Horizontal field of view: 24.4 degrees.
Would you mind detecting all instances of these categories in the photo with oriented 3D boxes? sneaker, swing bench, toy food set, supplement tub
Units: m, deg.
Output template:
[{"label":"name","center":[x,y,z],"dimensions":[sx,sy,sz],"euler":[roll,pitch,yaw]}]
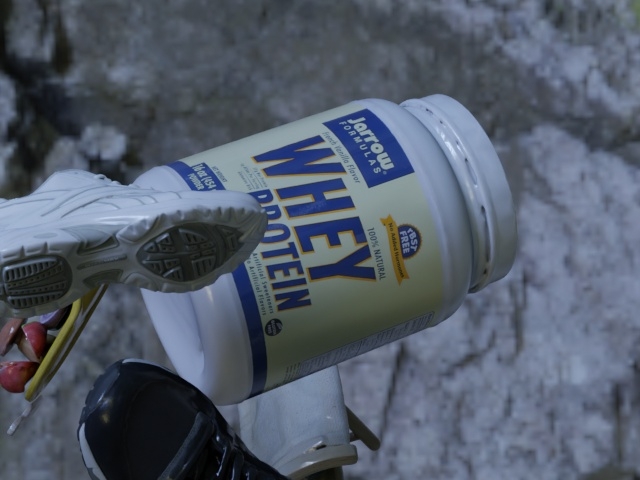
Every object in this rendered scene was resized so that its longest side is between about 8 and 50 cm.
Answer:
[{"label":"sneaker","center":[-0.158,-0.019,1.142],"dimensions":[0.115,0.232,0.090],"euler":[-113,22,-44]},{"label":"swing bench","center":[-0.015,0.272,1.824],"dimensions":[0.253,0.165,0.254],"euler":[-100,-10,-53]},{"label":"sneaker","center":[-0.056,0.184,1.079],"dimensions":[0.283,0.124,0.107],"euler":[53,-126,-39]},{"label":"toy food set","center":[-0.287,0.090,1.518],"dimensions":[0.218,0.071,0.128],"euler":[-58,2,15]},{"label":"supplement tub","center":[0.000,0.000,1.426],"dimensions":[0.235,0.325,0.235],"euler":[54,155,39]}]
